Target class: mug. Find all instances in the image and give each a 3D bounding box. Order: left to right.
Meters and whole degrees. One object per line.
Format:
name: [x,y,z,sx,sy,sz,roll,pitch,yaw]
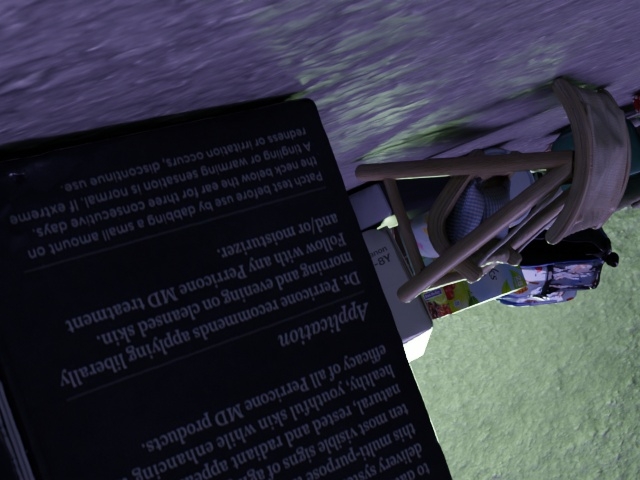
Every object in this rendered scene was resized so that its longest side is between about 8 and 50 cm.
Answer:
mug: [0.397,-0.125,1.670,0.129,0.097,0.158,-18,177,-27]

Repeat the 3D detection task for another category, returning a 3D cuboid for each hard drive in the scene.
hard drive: [0.056,-0.035,1.587,0.172,0.054,0.255,-16,175,-42]

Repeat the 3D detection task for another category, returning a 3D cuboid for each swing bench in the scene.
swing bench: [0.215,-0.056,1.264,0.255,0.165,0.253,-21,175,25]

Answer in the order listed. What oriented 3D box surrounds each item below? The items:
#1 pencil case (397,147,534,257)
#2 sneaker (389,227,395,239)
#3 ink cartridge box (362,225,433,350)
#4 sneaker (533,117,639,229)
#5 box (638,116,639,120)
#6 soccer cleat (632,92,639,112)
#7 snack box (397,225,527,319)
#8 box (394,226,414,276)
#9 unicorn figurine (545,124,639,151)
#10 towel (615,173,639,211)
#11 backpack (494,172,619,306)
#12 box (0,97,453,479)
pencil case: [0.209,-0.051,1.660,0.124,0.113,0.273,-46,-176,-17]
sneaker: [0.070,-0.017,1.924,0.086,0.064,0.192,-6,178,-5]
ink cartridge box: [0.004,0.139,1.662,0.279,0.160,0.384,-26,168,-2]
sneaker: [0.463,-0.147,1.976,0.256,0.094,0.151,-44,-155,26]
box: [0.532,-0.191,1.558,0.159,0.044,0.233,-31,173,24]
soccer cleat: [0.441,-0.190,1.499,0.036,0.029,0.083,-14,170,-14]
snack box: [0.229,0.008,1.888,0.174,0.207,0.070,-16,175,-33]
box: [0.176,0.046,2.197,0.168,0.203,0.167,-22,175,43]
unicorn figurine: [0.451,-0.151,1.828,0.162,0.060,0.111,-17,175,-30]
towel: [0.605,-0.163,1.674,0.324,0.056,0.312,-22,-160,51]
backpack: [0.377,-0.004,2.123,0.263,0.276,0.213,-2,135,-12]
box: [-0.159,0.207,0.858,0.297,0.471,0.480,-16,176,-37]
